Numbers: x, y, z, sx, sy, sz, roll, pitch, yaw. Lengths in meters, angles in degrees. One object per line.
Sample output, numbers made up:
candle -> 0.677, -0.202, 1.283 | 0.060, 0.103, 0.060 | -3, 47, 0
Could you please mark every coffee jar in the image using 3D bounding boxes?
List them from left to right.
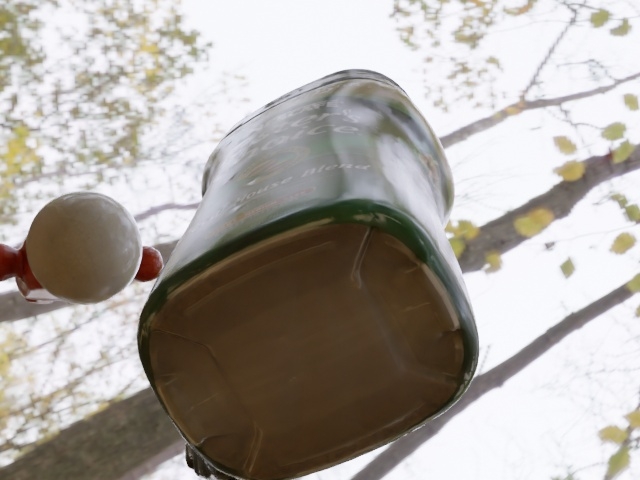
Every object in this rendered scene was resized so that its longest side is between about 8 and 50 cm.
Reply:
coffee jar -> 0.000, 0.000, 0.432 | 0.096, 0.184, 0.079 | -26, -73, 11

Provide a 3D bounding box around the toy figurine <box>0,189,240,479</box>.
toy figurine -> -0.133, 0.102, 0.667 | 0.213, 0.209, 0.148 | 49, -20, -6
